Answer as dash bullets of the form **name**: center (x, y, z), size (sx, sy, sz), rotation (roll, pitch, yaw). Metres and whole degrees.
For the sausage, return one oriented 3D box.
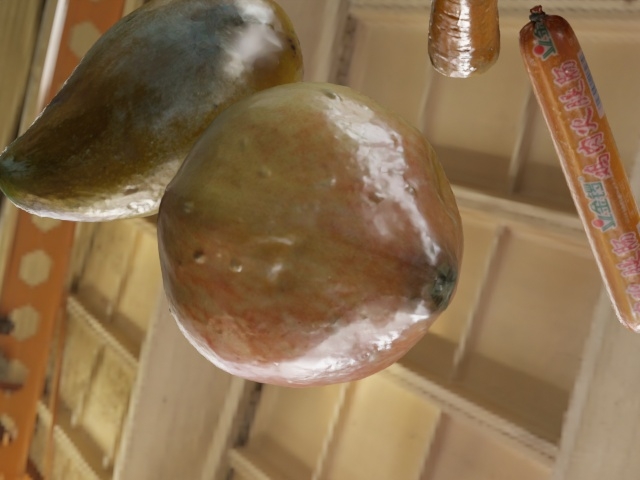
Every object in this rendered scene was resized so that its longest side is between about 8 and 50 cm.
- **sausage**: center (0.249, -0.051, 1.127), size (0.053, 0.053, 0.348), rotation (25, -37, 61)

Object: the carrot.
- **carrot**: center (0.110, -0.210, 0.950), size (0.210, 0.061, 0.061), rotation (82, -1, -58)

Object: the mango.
- **mango**: center (-0.155, -0.123, 1.174), size (0.193, 0.316, 0.146), rotation (45, -21, 28)

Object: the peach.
- **peach**: center (0.000, 0.000, 0.872), size (0.232, 0.232, 0.233), rotation (-29, -124, 55)
